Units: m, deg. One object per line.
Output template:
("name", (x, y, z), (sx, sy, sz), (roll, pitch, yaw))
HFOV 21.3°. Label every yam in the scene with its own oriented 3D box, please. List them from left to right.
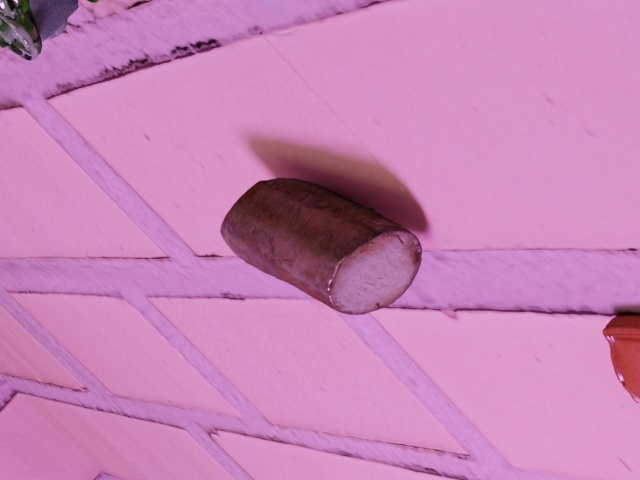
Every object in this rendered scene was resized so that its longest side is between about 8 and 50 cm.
("yam", (0.000, 0.000, 1.058), (0.146, 0.070, 0.070), (28, 158, 51))

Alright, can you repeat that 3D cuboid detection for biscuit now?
("biscuit", (0.210, 0.088, 0.938), (0.130, 0.019, 0.102), (42, 159, -4))

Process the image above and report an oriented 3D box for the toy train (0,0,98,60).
("toy train", (-0.186, -0.200, 0.954), (0.119, 0.085, 0.251), (41, 159, 12))
